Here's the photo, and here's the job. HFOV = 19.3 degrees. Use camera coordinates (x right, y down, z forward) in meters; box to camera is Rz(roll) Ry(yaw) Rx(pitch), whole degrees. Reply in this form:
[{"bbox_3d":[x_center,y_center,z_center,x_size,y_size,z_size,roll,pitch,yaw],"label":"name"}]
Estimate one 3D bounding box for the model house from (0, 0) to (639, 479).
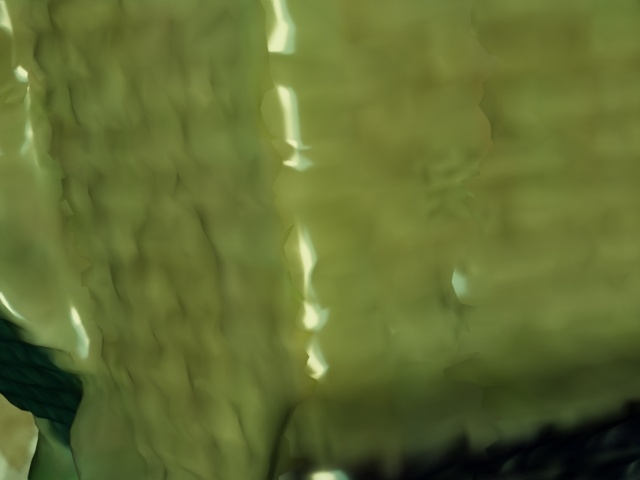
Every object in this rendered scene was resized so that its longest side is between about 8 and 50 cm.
[{"bbox_3d":[-0.002,0.000,0.561,0.243,0.298,0.284,-5,94,-28],"label":"model house"}]
